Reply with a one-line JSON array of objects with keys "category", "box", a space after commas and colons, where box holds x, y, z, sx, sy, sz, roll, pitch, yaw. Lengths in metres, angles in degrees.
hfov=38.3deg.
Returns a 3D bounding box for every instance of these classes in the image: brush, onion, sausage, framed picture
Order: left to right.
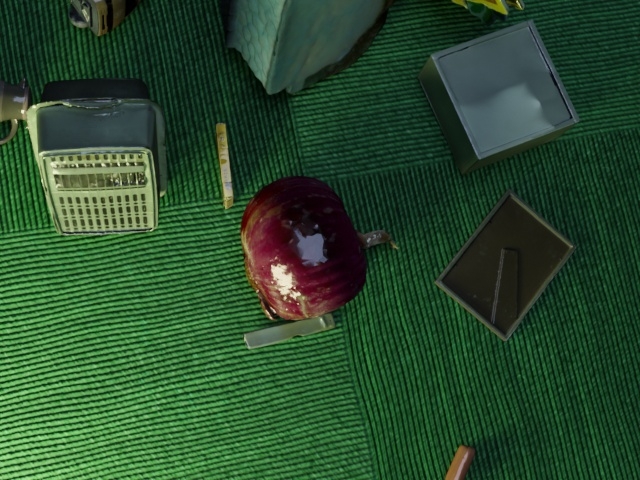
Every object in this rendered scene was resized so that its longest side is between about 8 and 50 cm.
[{"category": "brush", "box": [-0.058, 0.168, 1.696, 0.179, 0.030, 0.033, -12, 73, -22]}, {"category": "onion", "box": [-0.028, 0.007, 1.632, 0.256, 0.230, 0.272, 45, 83, 2]}, {"category": "sausage", "box": [0.257, 0.415, 1.692, 0.034, 0.034, 0.083, 28, 76, -3]}, {"category": "framed picture", "box": [0.364, 0.045, 1.795, 0.184, 0.016, 0.250, 39, 76, 0]}]

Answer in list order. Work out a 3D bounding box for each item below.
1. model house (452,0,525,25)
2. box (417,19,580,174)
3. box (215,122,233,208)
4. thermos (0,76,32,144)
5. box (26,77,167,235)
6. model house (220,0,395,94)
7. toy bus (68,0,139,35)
[{"category": "model house", "box": [0.265, -0.510, 1.718, 0.243, 0.357, 0.312, -34, 76, -15]}, {"category": "box", "box": [0.343, -0.279, 1.806, 0.225, 0.117, 0.224, -21, 82, -12]}, {"category": "box", "box": [-0.178, -0.138, 1.713, 0.020, 0.073, 0.149, -6, 80, -9]}, {"category": "thermos", "box": [-0.617, -0.239, 1.656, 0.193, 0.105, 0.137, 4, 104, -15]}, {"category": "box", "box": [-0.374, -0.140, 1.573, 0.221, 0.290, 0.166, -3, 59, -10]}, {"category": "model house", "box": [-0.069, -0.509, 1.688, 0.297, 0.360, 0.339, -35, 73, -24]}, {"category": "toy bus", "box": [-0.448, -0.538, 1.719, 0.157, 0.139, 0.289, -35, 82, -19]}]
